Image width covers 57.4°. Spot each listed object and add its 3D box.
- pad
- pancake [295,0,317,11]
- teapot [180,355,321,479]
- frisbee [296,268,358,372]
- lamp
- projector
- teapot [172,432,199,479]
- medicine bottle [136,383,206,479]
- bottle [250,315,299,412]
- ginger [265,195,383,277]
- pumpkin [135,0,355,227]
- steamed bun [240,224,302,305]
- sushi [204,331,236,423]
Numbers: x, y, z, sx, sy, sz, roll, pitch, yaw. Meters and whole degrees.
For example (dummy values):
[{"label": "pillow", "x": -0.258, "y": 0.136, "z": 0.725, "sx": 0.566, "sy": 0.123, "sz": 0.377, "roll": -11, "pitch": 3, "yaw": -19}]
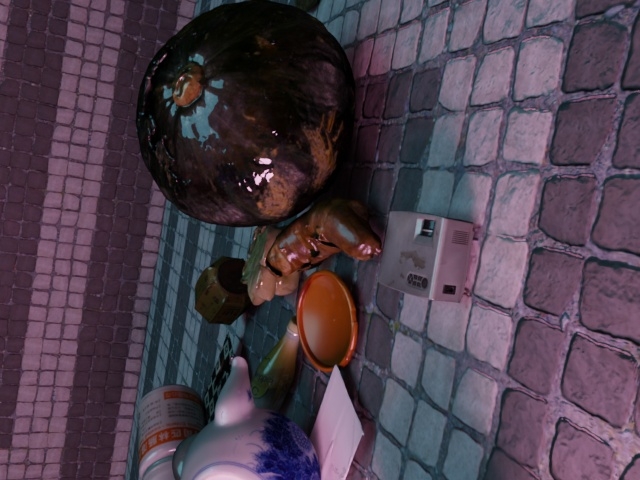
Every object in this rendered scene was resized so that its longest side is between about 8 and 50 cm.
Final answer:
[{"label": "pad", "x": 0.020, "y": 0.355, "z": 1.043, "sx": 0.156, "sy": 0.004, "sz": 0.231, "roll": -116, "pitch": 36, "yaw": -51}, {"label": "pancake", "x": -0.016, "y": -0.678, "z": 1.422, "sx": 0.222, "sy": 0.042, "sz": 0.236, "roll": 41, "pitch": 123, "yaw": 57}, {"label": "teapot", "x": -0.118, "y": 0.430, "z": 1.091, "sx": 0.280, "sy": 0.253, "sz": 0.423, "roll": -28, "pitch": -76, "yaw": -75}, {"label": "frisbee", "x": 0.016, "y": 0.149, "z": 1.093, "sx": 0.192, "sy": 0.035, "sz": 0.191, "roll": 3, "pitch": 93, "yaw": 55}, {"label": "lamp", "x": -0.254, "y": 0.136, "z": 1.568, "sx": 0.185, "sy": 0.162, "sz": 0.161, "roll": 132, "pitch": 139, "yaw": -52}, {"label": "projector", "x": 0.147, "y": 0.019, "z": 0.822, "sx": 0.147, "sy": 0.061, "sz": 0.115, "roll": -165, "pitch": 83, "yaw": -66}, {"label": "teapot", "x": -0.248, "y": 0.506, "z": 1.434, "sx": 0.250, "sy": 0.184, "sz": 0.183, "roll": -59, "pitch": 31, "yaw": 22}, {"label": "medicine bottle", "x": -0.439, "y": 0.632, "z": 1.753, "sx": 0.371, "sy": 0.211, "sz": 0.210, "roll": -118, "pitch": 42, "yaw": -53}, {"label": "bottle", "x": -0.091, "y": 0.270, "z": 1.246, "sx": 0.269, "sy": 0.083, "sz": 0.083, "roll": -68, "pitch": 28, "yaw": 27}, {"label": "ginger", "x": 0.004, "y": -0.010, "z": 1.086, "sx": 0.309, "sy": 0.107, "sz": 0.133, "roll": -26, "pitch": 30, "yaw": 55}, {"label": "pumpkin", "x": -0.146, "y": -0.239, "z": 1.128, "sx": 0.455, "sy": 0.344, "sz": 0.453, "roll": -1, "pitch": 87, "yaw": 26}, {"label": "steamed bun", "x": -0.107, "y": 0.059, "z": 1.326, "sx": 0.177, "sy": 0.106, "sz": 0.192, "roll": 153, "pitch": 130, "yaw": -66}, {"label": "sushi", "x": -0.259, "y": 0.408, "z": 1.624, "sx": 0.192, "sy": 0.043, "sz": 0.279, "roll": -118, "pitch": 42, "yaw": -52}]
